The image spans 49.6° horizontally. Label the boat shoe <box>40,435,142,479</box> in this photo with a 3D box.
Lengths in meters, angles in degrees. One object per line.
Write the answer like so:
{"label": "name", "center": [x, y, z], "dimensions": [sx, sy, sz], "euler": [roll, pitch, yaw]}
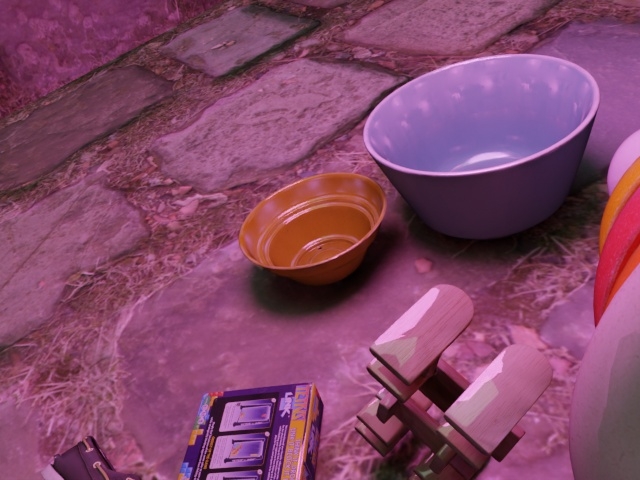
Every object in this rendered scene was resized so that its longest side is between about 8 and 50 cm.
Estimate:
{"label": "boat shoe", "center": [-0.223, 0.278, 0.744], "dimensions": [0.227, 0.081, 0.069], "euler": [17, 54, 44]}

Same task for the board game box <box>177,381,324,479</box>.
{"label": "board game box", "center": [-0.076, 0.239, 0.753], "dimensions": [0.141, 0.048, 0.170], "euler": [-8, 37, 14]}

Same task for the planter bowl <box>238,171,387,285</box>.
{"label": "planter bowl", "center": [0.000, 0.000, 0.992], "dimensions": [0.217, 0.090, 0.217], "euler": [-14, 36, 10]}

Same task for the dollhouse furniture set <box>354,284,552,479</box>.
{"label": "dollhouse furniture set", "center": [0.169, 0.155, 0.612], "dimensions": [0.161, 0.212, 0.242], "euler": [-40, 66, -23]}

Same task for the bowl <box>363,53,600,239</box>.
{"label": "bowl", "center": [0.229, -0.117, 0.972], "dimensions": [0.311, 0.163, 0.312], "euler": [-13, 37, 10]}

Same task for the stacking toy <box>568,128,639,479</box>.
{"label": "stacking toy", "center": [0.334, 0.019, 0.527], "dimensions": [0.350, 0.351, 0.480], "euler": [-11, 21, 13]}
